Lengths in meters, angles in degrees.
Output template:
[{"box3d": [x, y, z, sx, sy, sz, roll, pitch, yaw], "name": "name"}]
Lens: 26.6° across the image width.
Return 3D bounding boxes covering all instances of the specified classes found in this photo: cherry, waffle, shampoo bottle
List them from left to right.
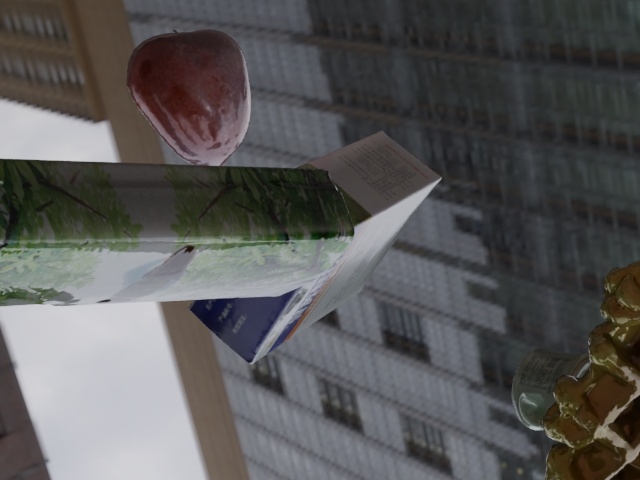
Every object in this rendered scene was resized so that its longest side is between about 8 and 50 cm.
[{"box3d": [-0.105, -0.131, 1.162, 0.106, 0.126, 0.087, -40, 180, -29], "name": "cherry"}, {"box3d": [0.322, 0.205, 1.835, 0.087, 0.118, 0.234, 11, 175, -14], "name": "shampoo bottle"}, {"box3d": [0.260, 0.084, 0.879, 0.253, 0.249, 0.056, -2, -152, -30], "name": "waffle"}]

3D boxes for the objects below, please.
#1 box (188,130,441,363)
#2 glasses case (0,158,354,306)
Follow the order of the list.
[{"box3d": [0.000, 0.000, 1.596, 0.106, 0.200, 0.299, 40, -151, 11], "name": "box"}, {"box3d": [-0.109, 0.001, 0.832, 0.272, 0.062, 0.095, -1, 148, -42], "name": "glasses case"}]
